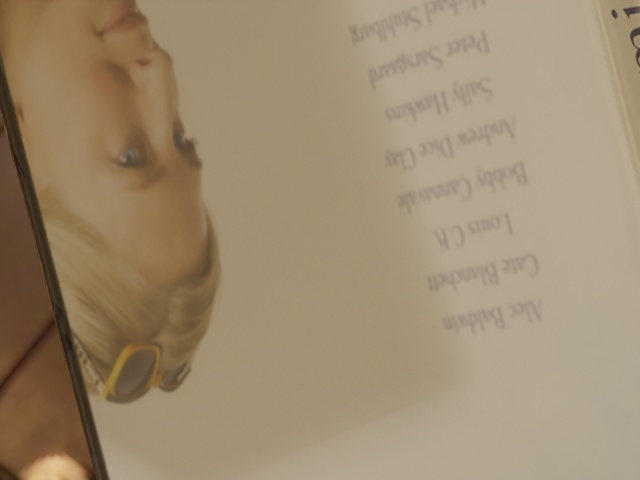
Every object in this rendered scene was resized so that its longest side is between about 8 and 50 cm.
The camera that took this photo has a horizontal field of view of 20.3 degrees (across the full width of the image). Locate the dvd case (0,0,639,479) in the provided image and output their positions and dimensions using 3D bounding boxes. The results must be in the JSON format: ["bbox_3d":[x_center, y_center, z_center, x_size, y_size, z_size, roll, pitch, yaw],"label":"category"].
[{"bbox_3d":[0.000,0.000,0.381,0.180,0.022,0.253,-15,90,44],"label":"dvd case"}]
